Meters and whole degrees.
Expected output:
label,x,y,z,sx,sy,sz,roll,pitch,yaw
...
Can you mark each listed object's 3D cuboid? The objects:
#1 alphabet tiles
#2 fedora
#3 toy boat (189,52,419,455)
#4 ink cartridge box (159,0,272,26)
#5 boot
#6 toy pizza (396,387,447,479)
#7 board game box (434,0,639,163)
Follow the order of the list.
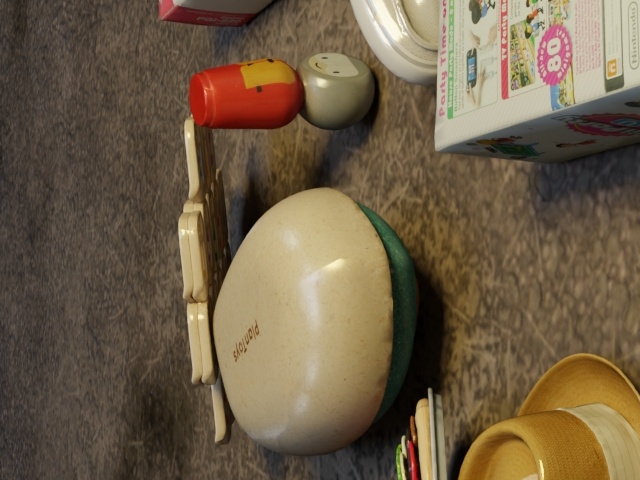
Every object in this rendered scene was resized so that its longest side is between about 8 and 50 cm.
label,x,y,z,sx,sy,sz,roll,pitch,yaw
alphabet tiles,-0.098,0.025,1.402,0.284,0.021,0.278,-89,-6,-79
fedora,0.134,0.163,0.969,0.194,0.079,0.194,-177,90,-66
toy boat,0.000,0.000,1.237,0.267,0.148,0.318,135,125,-63
ink cartridge box,-0.073,-0.303,1.463,0.218,0.092,0.158,154,116,-64
boot,0.077,-0.247,1.118,0.123,0.095,0.258,131,138,-63
toy pizza,0.070,0.198,1.055,0.201,0.032,0.201,-3,-90,-86
board game box,0.176,-0.176,0.899,0.303,0.098,0.224,-12,75,63
